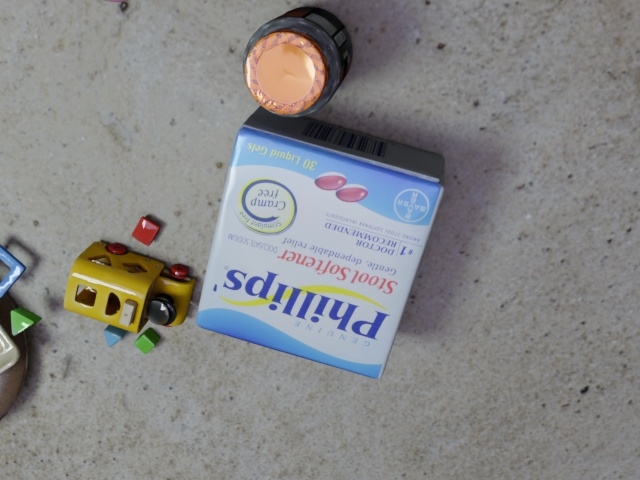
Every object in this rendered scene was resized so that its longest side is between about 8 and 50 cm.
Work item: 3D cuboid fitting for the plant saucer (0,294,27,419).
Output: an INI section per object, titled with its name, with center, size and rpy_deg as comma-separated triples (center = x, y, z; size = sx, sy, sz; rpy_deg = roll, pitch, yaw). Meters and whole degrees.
[plant saucer]
center = -0.617, 0.177, 1.229
size = 0.311, 0.050, 0.310
rpy_deg = 0, 97, 4

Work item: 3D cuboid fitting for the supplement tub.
[supplement tub]
center = -0.026, -0.216, 0.953
size = 0.117, 0.190, 0.117
rpy_deg = 3, 112, 8

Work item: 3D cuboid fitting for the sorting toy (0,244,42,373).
[sorting toy]
center = -0.576, 0.148, 1.175
size = 0.348, 0.047, 0.196
rpy_deg = -34, 93, 7

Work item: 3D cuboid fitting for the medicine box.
[medicine box]
center = 0.000, 0.000, 1.057
size = 0.264, 0.149, 0.289
rpy_deg = 16, 112, 2

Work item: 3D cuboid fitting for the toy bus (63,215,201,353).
[toy bus]
center = -0.270, 0.083, 1.153
size = 0.202, 0.104, 0.191
rpy_deg = -25, 106, 17
